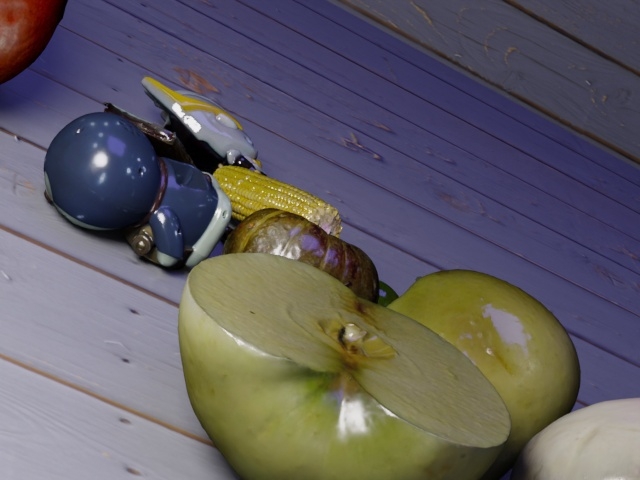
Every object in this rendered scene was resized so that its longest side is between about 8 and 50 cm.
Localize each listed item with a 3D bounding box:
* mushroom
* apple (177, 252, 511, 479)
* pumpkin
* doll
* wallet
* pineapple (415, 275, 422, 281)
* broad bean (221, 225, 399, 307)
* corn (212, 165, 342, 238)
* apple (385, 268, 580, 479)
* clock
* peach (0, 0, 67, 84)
[{"bbox_3d":[0.390,0.311,1.640,0.356,0.315,0.315,43,22,32],"label":"mushroom"},{"bbox_3d":[0.024,0.140,1.574,0.360,0.311,0.320,-66,137,-78],"label":"apple"},{"bbox_3d":[-0.033,0.057,1.880,0.219,0.162,0.219,30,-7,4],"label":"pumpkin"},{"bbox_3d":[-0.159,-0.142,2.242,0.316,0.103,0.145,44,18,16],"label":"doll"},{"bbox_3d":[-0.228,-0.120,2.029,0.122,0.031,0.232,26,-11,16],"label":"wallet"},{"bbox_3d":[0.215,0.135,2.127,0.111,0.119,0.237,-30,52,-23],"label":"pineapple"},{"bbox_3d":[-0.009,0.040,2.097,0.318,0.056,0.098,28,20,-7],"label":"broad bean"},{"bbox_3d":[-0.071,-0.048,2.078,0.081,0.081,0.248,11,8,-46],"label":"corn"},{"bbox_3d":[0.197,0.159,1.855,0.258,0.233,0.295,48,20,11],"label":"apple"},{"bbox_3d":[-0.245,-0.071,1.885,0.243,0.146,0.199,27,23,-37],"label":"clock"},{"bbox_3d":[-0.490,-0.369,1.940,0.310,0.335,0.406,43,3,-44],"label":"peach"}]
